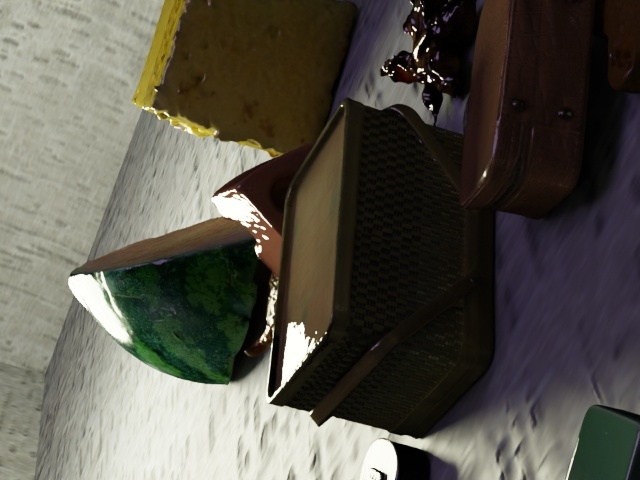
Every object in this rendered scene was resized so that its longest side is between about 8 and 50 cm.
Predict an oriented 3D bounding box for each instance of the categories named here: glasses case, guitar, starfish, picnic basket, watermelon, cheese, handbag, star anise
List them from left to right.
[{"bbox_3d":[-0.164,0.097,1.946,0.292,0.319,0.222,-74,-35,-75],"label":"watermelon"},{"bbox_3d":[-0.032,0.049,1.717,0.238,0.057,0.213,140,136,-65],"label":"starfish"},{"bbox_3d":[-0.016,-0.022,1.499,0.128,0.177,0.203,173,112,-73],"label":"cheese"},{"bbox_3d":[0.031,0.302,1.264,0.084,0.038,0.271,179,110,-75],"label":"guitar"},{"bbox_3d":[0.052,0.026,1.285,0.165,0.139,0.267,125,156,-50],"label":"picnic basket"},{"bbox_3d":[0.110,-0.203,1.467,0.212,0.053,0.157,-119,39,-64],"label":"star anise"},{"bbox_3d":[0.156,-0.116,1.144,0.151,0.072,0.193,112,165,-75],"label":"handbag"},{"bbox_3d":[0.167,0.194,0.899,0.078,0.039,0.184,-166,92,-74],"label":"glasses case"}]

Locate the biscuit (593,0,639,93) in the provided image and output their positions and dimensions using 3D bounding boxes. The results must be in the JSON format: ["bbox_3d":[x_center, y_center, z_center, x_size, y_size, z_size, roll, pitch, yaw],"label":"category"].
[{"bbox_3d":[0.246,-0.182,1.021,0.236,0.039,0.180,-132,61,-70],"label":"biscuit"}]

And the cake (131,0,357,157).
[{"bbox_3d":[-0.110,-0.239,1.973,0.286,0.222,0.228,-157,86,-74],"label":"cake"}]
